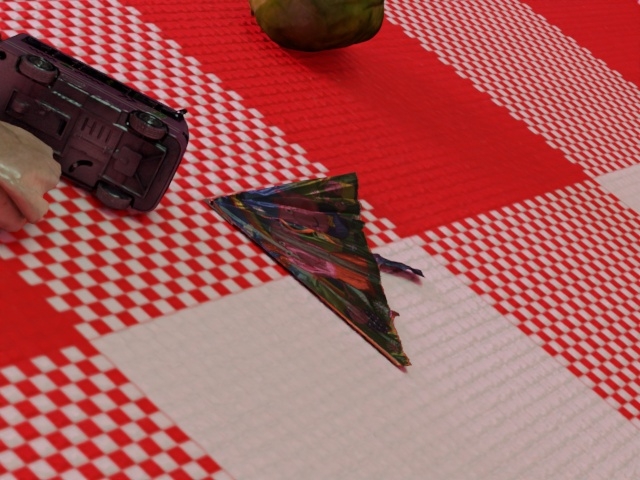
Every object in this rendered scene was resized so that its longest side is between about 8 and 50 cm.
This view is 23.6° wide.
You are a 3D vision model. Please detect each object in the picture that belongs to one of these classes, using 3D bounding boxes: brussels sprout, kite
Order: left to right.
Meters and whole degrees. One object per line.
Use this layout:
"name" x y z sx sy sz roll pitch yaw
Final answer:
"kite" 0.000 0.000 1.407 0.234 0.016 0.321 21 27 -21
"brussels sprout" 0.009 -0.283 1.800 0.183 0.145 0.131 -16 79 -51

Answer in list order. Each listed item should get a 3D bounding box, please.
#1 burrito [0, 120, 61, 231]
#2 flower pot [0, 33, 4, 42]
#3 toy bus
"burrito" -0.373 -0.100 1.103 0.392 0.076 0.117 21 31 -23
"flower pot" -0.351 -0.291 1.265 0.290 0.259 0.290 26 25 -13
"toy bus" -0.198 -0.102 1.292 0.178 0.087 0.098 28 19 -3
